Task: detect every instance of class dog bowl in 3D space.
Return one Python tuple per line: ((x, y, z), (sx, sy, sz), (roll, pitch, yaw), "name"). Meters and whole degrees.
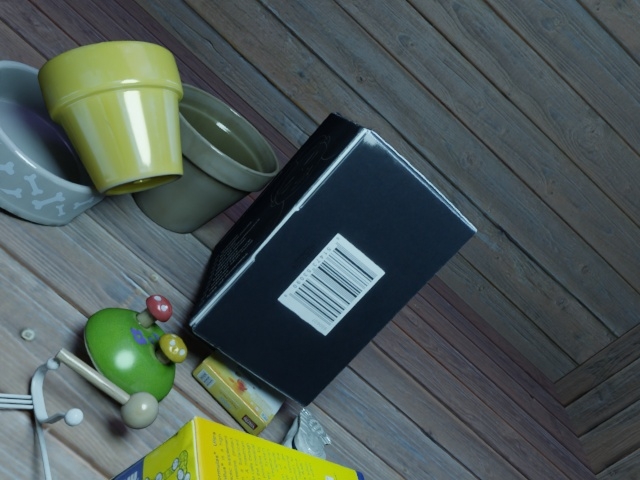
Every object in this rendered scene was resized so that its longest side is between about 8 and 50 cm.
((-0.556, -0.200, 1.017), (0.348, 0.102, 0.348), (50, 19, -24), "dog bowl")

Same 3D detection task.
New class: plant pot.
((-0.313, -0.178, 1.272), (0.323, 0.280, 0.323), (38, 21, -17), "plant pot")
((-0.381, -0.222, 0.999), (0.254, 0.254, 0.238), (-22, 98, -68), "plant pot")

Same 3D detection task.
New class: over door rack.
((-0.390, 0.252, 0.550), (0.240, 0.108, 0.324), (21, 30, -45), "over door rack")

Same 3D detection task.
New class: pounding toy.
((-0.280, 0.169, 0.821), (0.183, 0.110, 0.237), (51, 4, -10), "pounding toy")

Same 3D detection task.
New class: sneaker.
((-0.042, 0.393, 0.971), (0.090, 0.095, 0.235), (43, 0, 11), "sneaker")

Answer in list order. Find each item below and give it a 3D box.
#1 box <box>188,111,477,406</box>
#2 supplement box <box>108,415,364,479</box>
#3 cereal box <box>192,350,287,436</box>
((0.000, 0.000, 1.118), (0.297, 0.480, 0.471), (39, 10, -17), "box")
((-0.085, 0.397, 0.643), (0.357, 0.194, 0.195), (38, 20, -40), "supplement box")
((-0.138, 0.272, 1.061), (0.173, 0.047, 0.240), (44, 20, 3), "cereal box")
